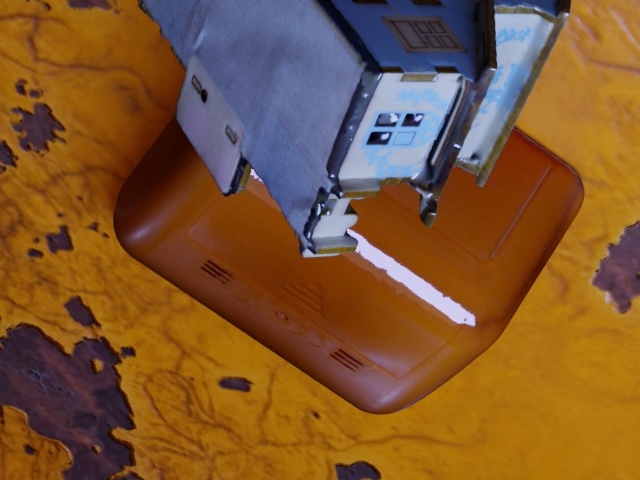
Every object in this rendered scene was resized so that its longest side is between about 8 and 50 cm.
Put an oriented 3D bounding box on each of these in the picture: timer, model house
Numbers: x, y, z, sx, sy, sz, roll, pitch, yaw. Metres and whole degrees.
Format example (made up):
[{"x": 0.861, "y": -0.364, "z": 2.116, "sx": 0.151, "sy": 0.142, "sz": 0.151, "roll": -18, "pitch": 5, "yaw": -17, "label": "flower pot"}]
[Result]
[{"x": 0.000, "y": 0.000, "z": 1.311, "sx": 0.257, "sy": 0.161, "sz": 0.250, "roll": 34, "pitch": 144, "yaw": -8, "label": "timer"}, {"x": 0.040, "y": -0.113, "z": 1.118, "sx": 0.206, "sy": 0.271, "sz": 0.178, "roll": -6, "pitch": 132, "yaw": -32, "label": "model house"}]
